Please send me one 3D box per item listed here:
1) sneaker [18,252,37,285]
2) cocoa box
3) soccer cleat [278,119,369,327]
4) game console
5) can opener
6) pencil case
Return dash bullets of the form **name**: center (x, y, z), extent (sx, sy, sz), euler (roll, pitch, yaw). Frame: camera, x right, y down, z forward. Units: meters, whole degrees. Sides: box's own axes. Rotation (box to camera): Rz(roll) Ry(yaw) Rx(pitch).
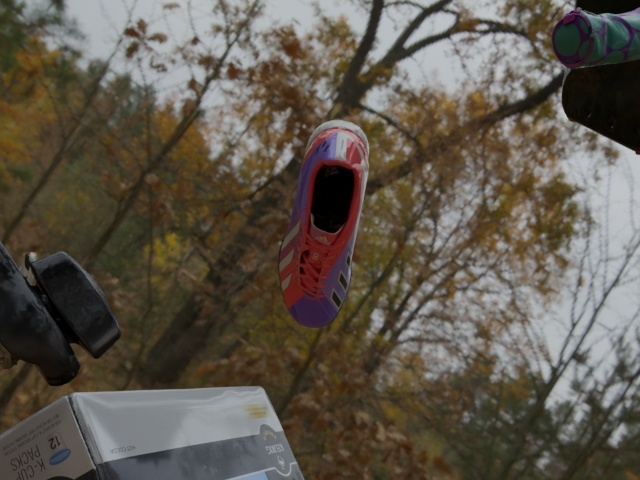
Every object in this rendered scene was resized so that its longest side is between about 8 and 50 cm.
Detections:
- **sneaker**: center (-0.342, 0.050, 0.915), extent (0.037, 0.083, 0.032), euler (19, 13, -14)
- **cocoa box**: center (-0.168, 0.287, 0.759), extent (0.228, 0.231, 0.347), euler (63, 14, 18)
- **soccer cleat**: center (0.000, 0.000, 1.109), extent (0.109, 0.318, 0.116), euler (11, 28, -1)
- **game console**: center (0.545, -0.347, 1.458), extent (0.060, 0.342, 0.386), euler (1, 20, -9)
- **can opener**: center (-0.210, 0.015, 0.527), extent (0.186, 0.073, 0.059), euler (47, -34, 7)
- **pencil case**: center (0.357, -0.249, 0.987), extent (0.064, 0.152, 0.070), euler (20, -61, 61)
